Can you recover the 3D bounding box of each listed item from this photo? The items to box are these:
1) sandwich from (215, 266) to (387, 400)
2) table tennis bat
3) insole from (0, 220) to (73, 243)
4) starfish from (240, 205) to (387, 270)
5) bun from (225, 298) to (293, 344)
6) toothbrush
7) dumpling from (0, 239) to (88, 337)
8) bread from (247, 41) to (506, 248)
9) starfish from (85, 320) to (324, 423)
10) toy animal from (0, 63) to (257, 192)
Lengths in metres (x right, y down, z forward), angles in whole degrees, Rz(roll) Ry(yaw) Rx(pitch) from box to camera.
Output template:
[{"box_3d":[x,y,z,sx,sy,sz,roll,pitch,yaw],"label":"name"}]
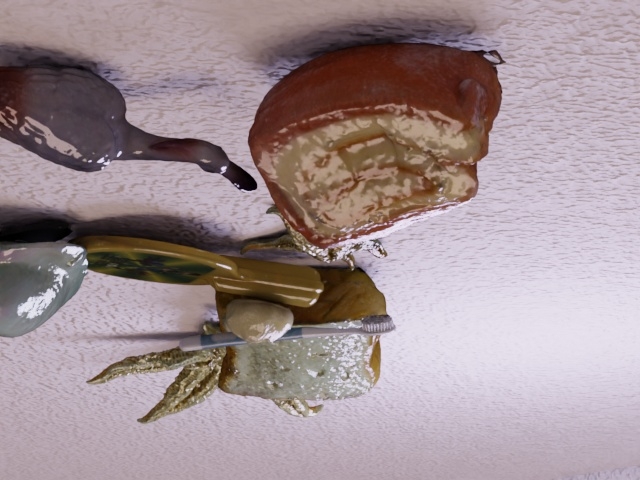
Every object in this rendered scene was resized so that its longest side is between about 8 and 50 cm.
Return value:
[{"box_3d":[-0.028,0.129,2.361,0.226,0.087,0.251,-2,150,-2],"label":"sandwich"},{"box_3d":[-0.148,0.032,2.161,0.321,0.050,0.198,11,167,-21],"label":"table tennis bat"},{"box_3d":[-0.415,0.016,2.154,0.110,0.012,0.309,0,168,-46],"label":"insole"},{"box_3d":[0.000,0.002,2.122,0.217,0.050,0.223,-3,160,34],"label":"starfish"},{"box_3d":[-0.077,0.102,2.200,0.086,0.055,0.086,9,177,1],"label":"bun"},{"box_3d":[-0.043,0.116,2.239,0.275,0.019,0.025,-5,137,8],"label":"toothbrush"},{"box_3d":[-0.355,0.038,2.070,0.105,0.149,0.216,38,-174,31],"label":"dumpling"},{"box_3d":[0.054,-0.093,1.623,0.244,0.123,0.190,-23,124,27],"label":"bread"},{"box_3d":[-0.157,0.175,2.586,0.358,0.078,0.347,3,154,-7],"label":"starfish"},{"box_3d":[-0.221,-0.108,1.656,0.324,0.090,0.195,7,169,3],"label":"toy animal"}]
